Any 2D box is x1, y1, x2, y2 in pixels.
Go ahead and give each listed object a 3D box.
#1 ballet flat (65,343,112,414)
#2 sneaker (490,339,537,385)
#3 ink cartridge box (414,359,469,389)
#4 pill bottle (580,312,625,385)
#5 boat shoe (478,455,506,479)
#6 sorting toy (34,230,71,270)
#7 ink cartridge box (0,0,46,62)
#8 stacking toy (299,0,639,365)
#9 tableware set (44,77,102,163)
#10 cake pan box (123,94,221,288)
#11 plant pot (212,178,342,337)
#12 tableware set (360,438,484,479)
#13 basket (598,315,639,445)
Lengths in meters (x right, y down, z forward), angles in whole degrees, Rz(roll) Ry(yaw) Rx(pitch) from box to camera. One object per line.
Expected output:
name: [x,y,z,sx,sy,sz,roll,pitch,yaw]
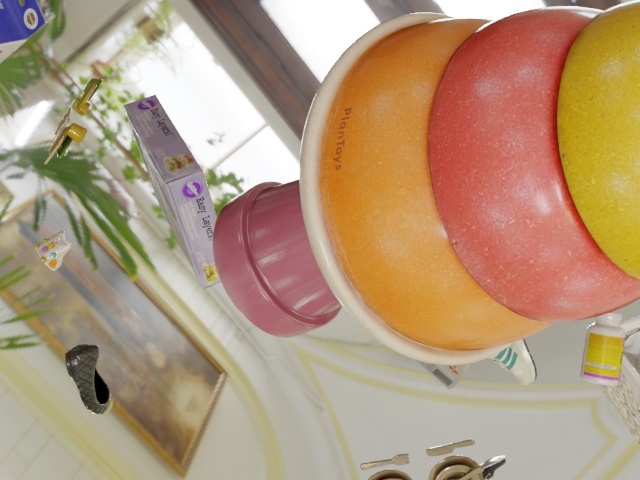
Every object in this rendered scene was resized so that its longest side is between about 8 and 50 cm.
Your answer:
ballet flat: [-0.337,0.214,1.061,0.049,0.173,0.057,-10,-128,-7]
sneaker: [0.256,0.152,1.016,0.075,0.161,0.057,-22,-149,7]
ink cartridge box: [0.269,0.222,1.554,0.179,0.145,0.045,-45,173,-47]
pill bottle: [0.331,0.125,0.826,0.043,0.043,0.083,-175,-87,-73]
boat shoe: [0.387,0.549,1.669,0.125,0.038,0.046,-24,172,-12]
sorting toy: [-0.644,0.015,1.712,0.075,0.083,0.045,-37,157,-2]
ink cartridge box: [-0.674,-0.397,1.325,0.371,0.175,0.069,-23,-178,30]
stacking toy: [0.235,-0.062,0.542,0.350,0.350,0.480,-45,-160,-25]
tableware set: [-0.325,-0.163,0.952,0.104,0.024,0.154,-48,-152,17]
cake pan box: [-0.245,-0.086,1.211,0.070,0.245,0.267,-22,-135,-16]
plant pot: [0.000,0.000,0.872,0.180,0.201,0.201,-26,-162,33]
tableware set: [0.164,0.396,1.115,0.194,0.128,0.039,-12,-162,1]
basket: [0.484,0.207,1.033,0.113,0.167,0.103,-13,142,-17]
